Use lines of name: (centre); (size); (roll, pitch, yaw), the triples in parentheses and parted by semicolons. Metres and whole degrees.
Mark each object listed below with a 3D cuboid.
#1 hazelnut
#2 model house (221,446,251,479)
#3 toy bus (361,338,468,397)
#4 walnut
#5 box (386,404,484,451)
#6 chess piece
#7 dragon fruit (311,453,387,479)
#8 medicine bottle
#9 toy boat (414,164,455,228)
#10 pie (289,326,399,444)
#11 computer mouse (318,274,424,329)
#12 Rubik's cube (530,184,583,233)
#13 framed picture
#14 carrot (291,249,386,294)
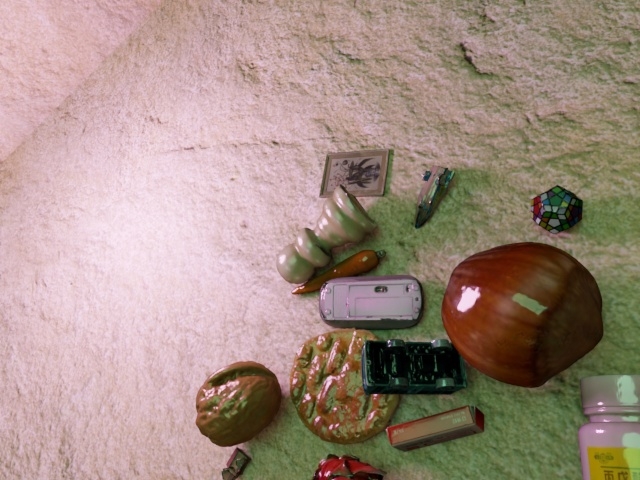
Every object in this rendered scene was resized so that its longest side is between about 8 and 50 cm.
hazelnut: (0.476, 0.159, 1.300); (0.373, 0.315, 0.372); (-6, 45, 7)
model house: (-0.252, 0.655, 1.588); (0.058, 0.057, 0.083); (29, 86, 27)
toy bus: (0.226, 0.327, 1.391); (0.256, 0.147, 0.128); (2, 62, -7)
walnut: (-0.230, 0.464, 1.564); (0.257, 0.257, 0.224); (-42, 21, 4)
box: (0.292, 0.473, 1.366); (0.229, 0.123, 0.050); (-22, 57, 17)
chess piece: (0.000, 0.000, 1.683); (0.330, 0.182, 0.182); (-42, 58, 11)
dragon fruit: (0.086, 0.633, 1.346); (0.274, 0.193, 0.192); (6, 115, 50)
medicine bottle: (0.658, 0.482, 1.133); (0.214, 0.213, 0.378); (-6, 66, 23)
toy boat: (0.328, -0.132, 1.640); (0.084, 0.066, 0.210); (25, 93, 44)
pie: (0.067, 0.404, 1.529); (0.340, 0.083, 0.339); (-9, 65, 19)
computer mouse: (0.146, 0.178, 1.582); (0.311, 0.072, 0.158); (-4, 75, 18)
Rubik's cube: (0.624, -0.082, 1.444); (0.133, 0.133, 0.111); (43, 117, 32)
framed picture: (0.111, -0.221, 1.806); (0.231, 0.010, 0.172); (-1, 69, 25)
carrot: (0.051, 0.102, 1.671); (0.336, 0.069, 0.069); (-26, 60, 17)
